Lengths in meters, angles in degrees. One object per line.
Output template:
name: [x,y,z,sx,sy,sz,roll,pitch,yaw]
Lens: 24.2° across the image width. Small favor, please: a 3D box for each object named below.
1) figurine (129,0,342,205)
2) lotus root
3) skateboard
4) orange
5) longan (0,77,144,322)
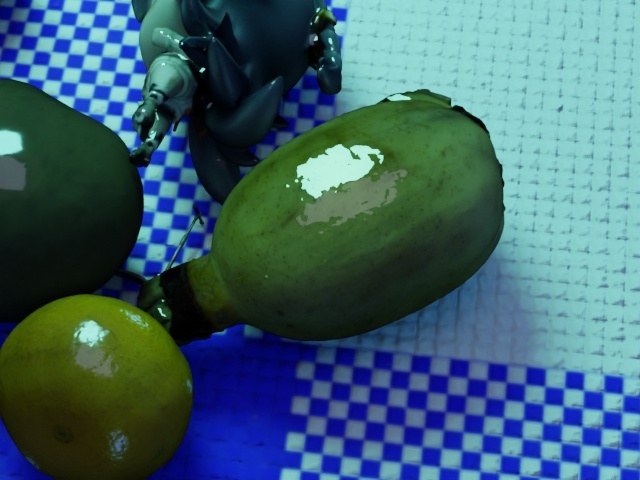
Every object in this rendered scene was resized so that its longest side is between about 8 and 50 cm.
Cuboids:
figurine: [-0.083,-0.156,1.254,0.197,0.175,0.265,16,47,-31]
lotus root: [0.000,0.000,1.181,0.310,0.183,0.182,-25,64,-4]
skateboard: [-0.136,0.004,1.268,0.064,0.032,0.083,21,67,24]
orange: [-0.170,0.114,1.143,0.156,0.156,0.124,18,35,11]
longan: [-0.252,-0.031,1.197,0.220,0.196,0.196,26,66,15]
